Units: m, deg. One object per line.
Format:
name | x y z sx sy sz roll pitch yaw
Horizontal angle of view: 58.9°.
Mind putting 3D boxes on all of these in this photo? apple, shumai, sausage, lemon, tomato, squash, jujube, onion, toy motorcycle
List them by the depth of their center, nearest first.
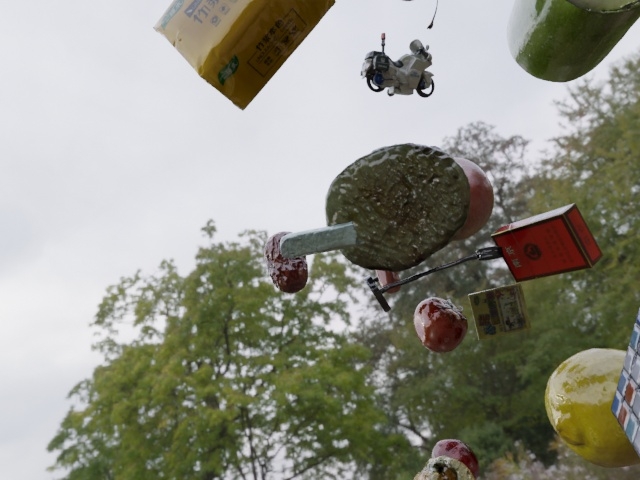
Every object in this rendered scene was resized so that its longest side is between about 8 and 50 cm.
squash | 0.565 -0.532 1.236 0.263 0.263 0.384 -21 -7 6
onion | 0.345 0.572 1.459 0.131 0.131 0.131 -13 -31 -8
toy motorcycle | 0.211 -0.461 1.506 0.221 0.150 0.102 -1 7 -23
lemon | 0.815 0.464 1.599 0.347 0.348 0.348 -13 -31 -8
shumai | 0.209 -0.105 1.620 0.397 0.324 0.323 -28 6 5
tomato | 0.344 0.246 1.637 0.167 0.167 0.167 -13 -31 -8
sausage | 0.197 0.085 1.709 0.062 0.154 0.062 -11 -32 -7
apple | 0.450 -0.135 2.013 0.344 0.345 0.270 -20 -58 3
jujube | -0.117 0.077 2.016 0.155 0.230 0.155 -11 -40 -10

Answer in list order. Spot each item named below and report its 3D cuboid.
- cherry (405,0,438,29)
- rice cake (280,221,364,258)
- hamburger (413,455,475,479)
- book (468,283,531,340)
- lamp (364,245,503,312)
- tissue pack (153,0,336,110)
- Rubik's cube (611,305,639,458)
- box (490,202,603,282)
cherry | 0.202 -0.627 1.396 0.148 0.115 0.188 1 -73 -24
rice cake | -0.001 0.000 1.378 0.206 0.063 0.069 -11 4 8
hamburger | 0.285 0.586 1.320 0.135 0.155 0.208 2 -22 -3
book | 0.627 0.249 1.982 0.192 0.168 0.013 -13 0 -1
lamp | 0.305 0.110 1.512 0.371 0.109 0.130 -12 -16 8
tissue pack | -0.200 -0.584 1.467 0.382 0.293 0.228 -48 -29 10
Rubik's cube | 0.793 0.311 1.124 0.286 0.293 0.292 11 14 10
box | 0.571 0.012 1.449 0.074 0.153 0.239 -36 6 -30
